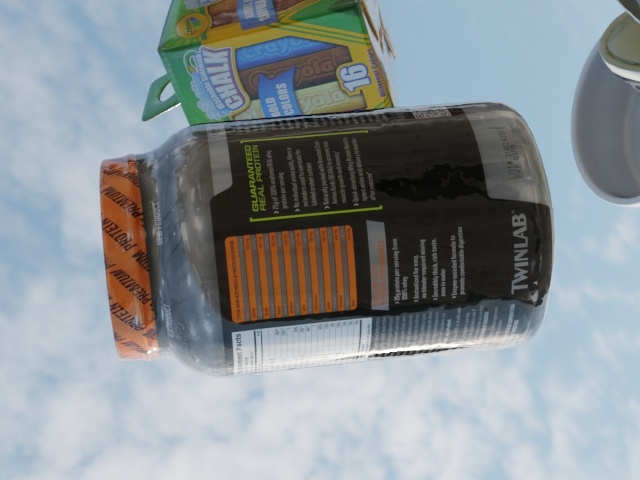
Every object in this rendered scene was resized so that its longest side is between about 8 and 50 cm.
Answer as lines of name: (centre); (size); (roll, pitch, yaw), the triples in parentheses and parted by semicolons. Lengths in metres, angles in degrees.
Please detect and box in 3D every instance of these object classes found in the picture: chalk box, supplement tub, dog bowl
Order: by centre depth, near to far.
supplement tub: (0.000, 0.000, 0.883); (0.316, 0.193, 0.194); (-5, -120, -6)
chalk box: (-0.070, -0.204, 1.324); (0.180, 0.289, 0.179); (-89, -16, -51)
dog bowl: (0.452, -0.171, 1.544); (0.104, 0.265, 0.265); (7, -124, -25)

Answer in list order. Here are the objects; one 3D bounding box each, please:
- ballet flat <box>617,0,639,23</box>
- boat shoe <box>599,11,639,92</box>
ballet flat: (0.149, -0.221, 0.566); (0.096, 0.095, 0.280); (-52, -52, -56)
boat shoe: (0.441, -0.143, 1.204); (0.127, 0.340, 0.113); (-54, -45, -9)
